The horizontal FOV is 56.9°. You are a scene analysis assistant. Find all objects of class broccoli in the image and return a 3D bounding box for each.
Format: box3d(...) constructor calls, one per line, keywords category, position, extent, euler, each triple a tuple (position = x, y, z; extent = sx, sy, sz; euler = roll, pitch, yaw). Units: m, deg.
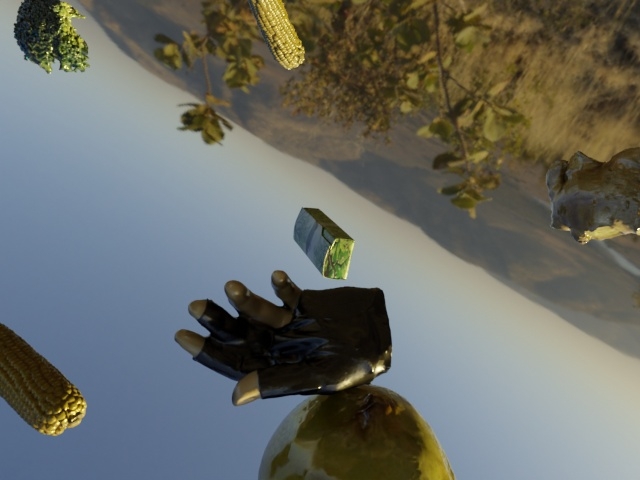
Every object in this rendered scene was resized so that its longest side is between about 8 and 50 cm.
box3d(category="broccoli", position=(-0.544, -0.422, 1.223), extent=(0.167, 0.154, 0.160), euler=(15, -166, 13))

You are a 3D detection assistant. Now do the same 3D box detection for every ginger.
box3d(category="ginger", position=(0.469, -0.073, 0.956), extent=(0.102, 0.157, 0.216), euler=(16, 166, -38))

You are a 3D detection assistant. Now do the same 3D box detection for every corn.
box3d(category="corn", position=(-0.113, -0.533, 1.437), extent=(0.086, 0.086, 0.288), euler=(36, 167, 32))
box3d(category="corn", position=(-0.538, 0.247, 1.067), extent=(0.310, 0.101, 0.101), euler=(32, -175, 19))

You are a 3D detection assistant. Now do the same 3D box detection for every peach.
box3d(category="peach", position=(0.057, 0.371, 0.882), extent=(0.281, 0.315, 0.315), euler=(-69, -42, -62))

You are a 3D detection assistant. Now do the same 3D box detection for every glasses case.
box3d(category="glasses case", position=(0.000, 0.000, 1.365), extent=(0.062, 0.095, 0.272), euler=(6, -166, -19))

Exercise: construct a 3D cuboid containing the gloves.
box3d(category="gloves", position=(-0.044, 0.140, 0.816), extent=(0.301, 0.152, 0.197), euler=(15, -139, -19))
